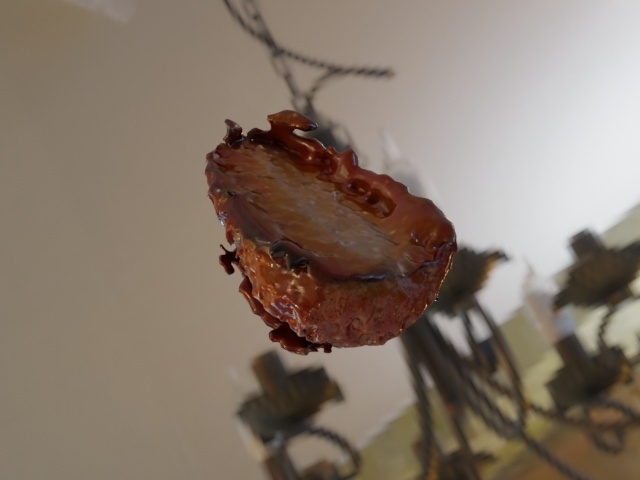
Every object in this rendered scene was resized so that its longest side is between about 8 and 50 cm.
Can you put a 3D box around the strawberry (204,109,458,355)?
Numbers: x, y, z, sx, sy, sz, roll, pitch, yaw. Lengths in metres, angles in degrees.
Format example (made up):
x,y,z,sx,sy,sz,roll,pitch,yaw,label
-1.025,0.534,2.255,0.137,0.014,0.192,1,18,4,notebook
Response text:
x,y,z,sx,sy,sz,roll,pitch,yaw,label
0.000,0.000,1.148,0.121,0.188,0.082,-12,-54,-23,strawberry
